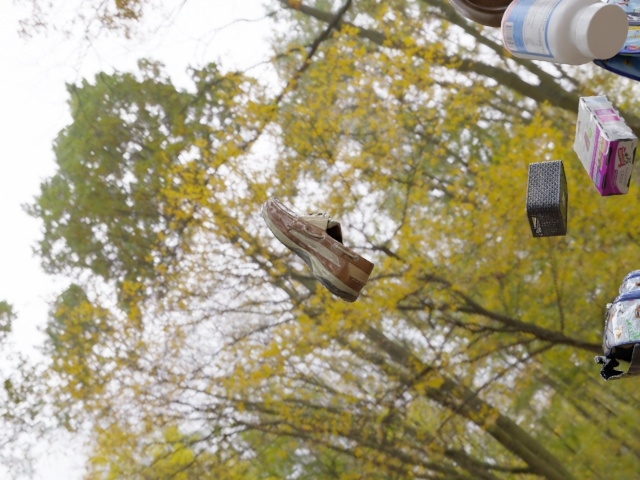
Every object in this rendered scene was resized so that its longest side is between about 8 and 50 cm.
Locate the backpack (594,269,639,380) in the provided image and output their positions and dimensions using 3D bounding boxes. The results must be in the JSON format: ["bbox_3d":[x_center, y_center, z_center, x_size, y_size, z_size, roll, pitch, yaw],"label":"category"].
[{"bbox_3d":[0.679,0.168,1.423,0.263,0.276,0.213,31,-120,-69],"label":"backpack"}]

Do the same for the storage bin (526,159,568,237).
[{"bbox_3d":[0.588,-0.108,1.911,0.122,0.084,0.180,61,-146,-42],"label":"storage bin"}]

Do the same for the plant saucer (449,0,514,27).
[{"bbox_3d":[0.391,-0.625,1.625,0.050,0.310,0.311,-34,-32,-53],"label":"plant saucer"}]

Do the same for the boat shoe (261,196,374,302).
[{"bbox_3d":[0.000,0.000,1.651,0.120,0.324,0.122,-50,-29,8],"label":"boat shoe"}]

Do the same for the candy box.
[{"bbox_3d":[0.703,-0.239,1.836,0.071,0.233,0.159,-5,-53,2],"label":"candy box"}]

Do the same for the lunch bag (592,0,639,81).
[{"bbox_3d":[0.734,-0.445,1.619,0.138,0.293,0.221,76,-145,-55],"label":"lunch bag"}]

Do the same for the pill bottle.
[{"bbox_3d":[0.438,-0.381,1.330,0.124,0.221,0.124,-8,-69,-22],"label":"pill bottle"}]
